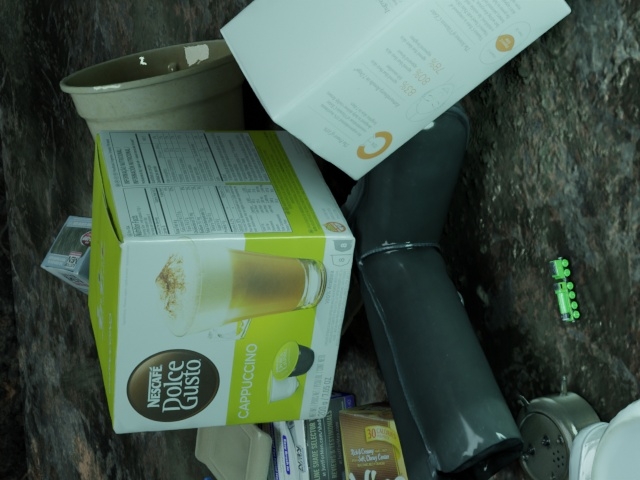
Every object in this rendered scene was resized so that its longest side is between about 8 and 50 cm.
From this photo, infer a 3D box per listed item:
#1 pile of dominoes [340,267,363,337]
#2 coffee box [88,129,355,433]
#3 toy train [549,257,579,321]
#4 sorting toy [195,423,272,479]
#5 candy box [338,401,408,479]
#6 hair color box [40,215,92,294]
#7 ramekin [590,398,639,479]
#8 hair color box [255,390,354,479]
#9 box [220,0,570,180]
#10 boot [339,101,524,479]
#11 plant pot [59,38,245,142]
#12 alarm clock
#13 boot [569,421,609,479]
[{"bbox_3d":[0.010,0.076,2.090,0.196,0.040,0.251,68,150,27],"label":"pile of dominoes"},{"bbox_3d":[-0.169,0.052,1.954,0.338,0.334,0.337,-116,29,-55],"label":"coffee box"},{"bbox_3d":[0.307,0.063,1.623,0.017,0.024,0.083,-19,81,59],"label":"toy train"},{"bbox_3d":[-0.142,0.353,2.218,0.196,0.047,0.347,37,129,44],"label":"sorting toy"},{"bbox_3d":[0.123,0.414,1.953,0.183,0.087,0.316,-2,96,59],"label":"candy box"},{"bbox_3d":[-0.291,0.097,2.298,0.185,0.374,0.113,5,65,58],"label":"hair color box"},{"bbox_3d":[0.399,0.270,1.332,0.273,0.127,0.273,20,114,56],"label":"ramekin"},{"bbox_3d":[-0.064,0.347,2.231,0.339,0.110,0.185,1,97,61],"label":"hair color box"},{"bbox_3d":[0.091,-0.267,1.559,0.345,0.215,0.168,-38,58,13],"label":"box"},{"bbox_3d":[0.156,0.083,1.703,0.367,0.146,0.445,108,153,-56],"label":"boot"},{"bbox_3d":[-0.256,-0.167,2.262,0.334,0.334,0.305,17,124,57],"label":"plant pot"},{"bbox_3d":[0.310,0.279,1.640,0.129,0.064,0.192,-45,62,53],"label":"alarm clock"},{"bbox_3d":[0.359,0.355,1.538,0.123,0.095,0.258,-168,73,-65],"label":"boot"}]
